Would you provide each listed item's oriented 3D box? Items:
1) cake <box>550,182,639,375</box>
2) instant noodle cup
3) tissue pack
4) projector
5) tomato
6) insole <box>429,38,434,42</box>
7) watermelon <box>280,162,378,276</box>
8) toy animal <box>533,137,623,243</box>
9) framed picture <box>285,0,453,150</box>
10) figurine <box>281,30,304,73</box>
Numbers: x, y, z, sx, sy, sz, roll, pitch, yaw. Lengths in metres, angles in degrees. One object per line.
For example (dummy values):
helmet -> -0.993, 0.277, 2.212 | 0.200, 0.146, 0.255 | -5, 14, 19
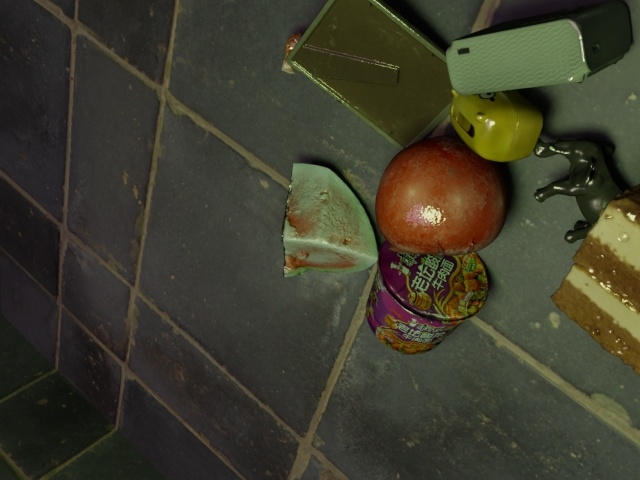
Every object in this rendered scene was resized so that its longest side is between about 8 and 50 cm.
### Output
cake -> 0.582, 0.050, 1.270 | 0.282, 0.255, 0.290 | 43, 143, 31
instant noodle cup -> 0.218, 0.122, 1.706 | 0.251, 0.251, 0.190 | 42, 144, 16
tissue pack -> 0.317, -0.228, 1.446 | 0.178, 0.127, 0.123 | -114, 26, -50
projector -> 0.375, -0.327, 1.332 | 0.250, 0.198, 0.108 | 0, 112, 43
tomato -> 0.238, -0.086, 1.547 | 0.265, 0.265, 0.265 | 21, 125, 33
insole -> 0.204, -0.314, 1.633 | 0.080, 0.003, 0.232 | 26, 128, 30
watermelon -> 0.000, 0.000, 1.839 | 0.289, 0.213, 0.320 | 32, 119, 24
toy animal -> 0.488, -0.100, 1.434 | 0.245, 0.114, 0.146 | 44, 146, -17
framed picture -> 0.121, -0.347, 1.578 | 0.335, 0.022, 0.247 | 36, 135, -10
figurine -> -0.002, -0.404, 1.692 | 0.195, 0.111, 0.102 | 21, 122, 34
